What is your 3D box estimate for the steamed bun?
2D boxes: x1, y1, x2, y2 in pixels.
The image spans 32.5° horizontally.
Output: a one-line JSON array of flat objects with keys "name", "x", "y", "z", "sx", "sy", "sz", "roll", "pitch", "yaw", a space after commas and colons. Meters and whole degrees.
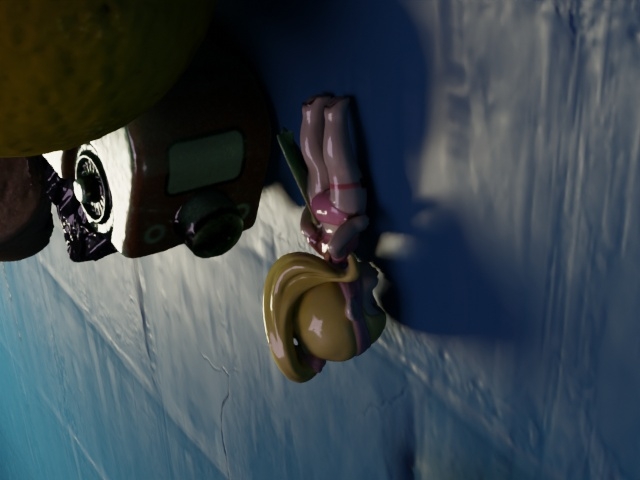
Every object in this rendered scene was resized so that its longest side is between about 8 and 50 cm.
[{"name": "steamed bun", "x": -0.424, "y": -0.110, "z": 1.213, "sx": 0.251, "sy": 0.199, "sz": 0.301, "roll": 162, "pitch": 88, "yaw": -74}]

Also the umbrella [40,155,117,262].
[{"name": "umbrella", "x": -0.260, "y": -0.088, "z": 1.117, "sx": 0.080, "sy": 0.071, "sz": 0.224, "roll": -32, "pitch": 73, "yaw": 31}]

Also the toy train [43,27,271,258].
[{"name": "toy train", "x": -0.154, "y": -0.117, "z": 0.842, "sx": 0.326, "sy": 0.129, "sz": 0.159, "roll": 46, "pitch": 140, "yaw": 37}]

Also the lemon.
[{"name": "lemon", "x": -0.203, "y": -0.167, "z": 0.618, "sx": 0.245, "sy": 0.320, "sz": 0.245, "roll": 179, "pitch": 90, "yaw": -75}]

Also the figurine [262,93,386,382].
[{"name": "figurine", "x": 0.000, "y": 0.000, "z": 0.712, "sx": 0.083, "sy": 0.083, "sz": 0.187, "roll": 21, "pitch": 118, "yaw": 55}]
